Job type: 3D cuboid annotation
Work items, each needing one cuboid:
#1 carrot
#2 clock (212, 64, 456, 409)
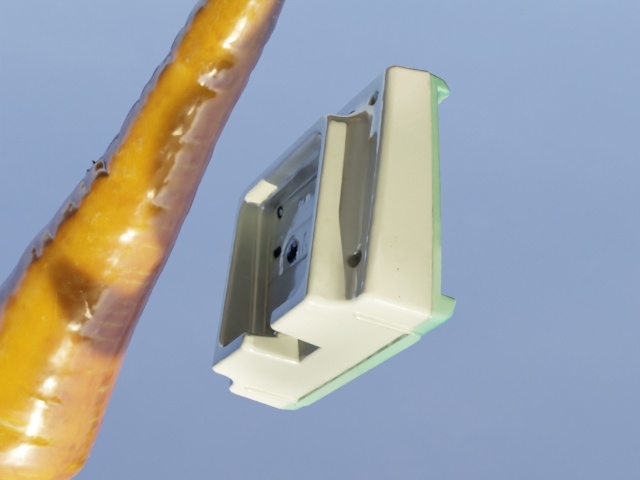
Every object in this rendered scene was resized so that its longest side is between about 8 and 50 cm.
[{"bbox_3d":[-0.076,-0.007,0.496,0.061,0.256,0.061,25,-164,-8],"label":"carrot"},{"bbox_3d":[0.000,0.000,1.180,0.116,0.262,0.231,15,-119,-25],"label":"clock"}]
